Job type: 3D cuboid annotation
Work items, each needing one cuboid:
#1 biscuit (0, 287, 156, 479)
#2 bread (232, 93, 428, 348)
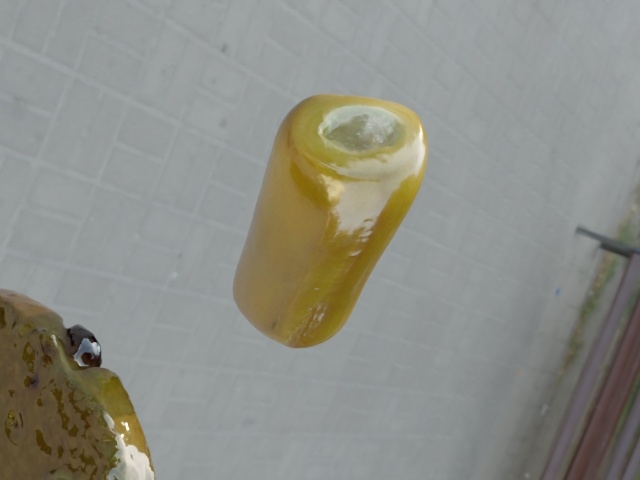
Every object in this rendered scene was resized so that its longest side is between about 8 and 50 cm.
[{"bbox_3d":[-0.212,0.174,0.660,0.075,0.295,0.296,18,94,-59],"label":"biscuit"},{"bbox_3d":[0.000,0.000,0.715,0.239,0.092,0.074,112,-22,-57],"label":"bread"}]
